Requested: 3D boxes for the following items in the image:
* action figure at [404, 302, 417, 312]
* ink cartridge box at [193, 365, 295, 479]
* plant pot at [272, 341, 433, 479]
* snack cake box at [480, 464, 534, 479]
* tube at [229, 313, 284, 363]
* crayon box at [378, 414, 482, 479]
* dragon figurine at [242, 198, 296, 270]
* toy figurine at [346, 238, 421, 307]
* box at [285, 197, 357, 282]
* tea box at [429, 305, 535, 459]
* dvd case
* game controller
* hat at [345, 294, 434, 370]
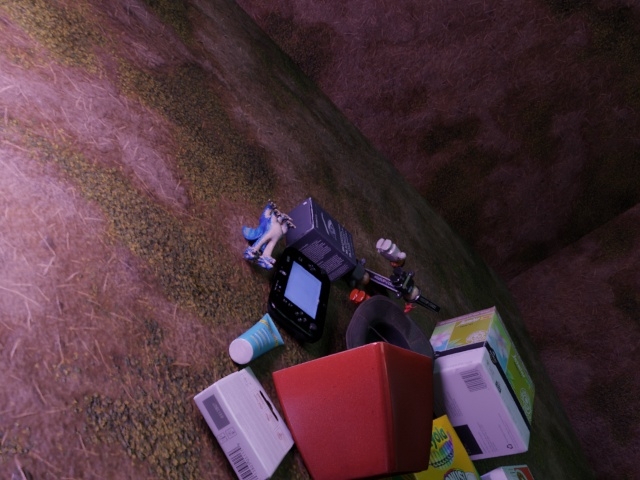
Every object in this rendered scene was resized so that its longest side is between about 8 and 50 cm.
[{"bbox_3d":[0.282,0.310,1.925,0.280,0.139,0.091,54,21,6],"label":"action figure"},{"bbox_3d":[-0.136,0.344,1.152,0.189,0.066,0.232,57,1,7],"label":"ink cartridge box"},{"bbox_3d":[0.090,0.376,1.279,0.267,0.267,0.236,29,46,-53],"label":"plant pot"},{"bbox_3d":[0.614,0.802,1.936,0.264,0.089,0.152,25,34,-51],"label":"snack cake box"},{"bbox_3d":[-0.133,0.216,1.330,0.080,0.052,0.207,65,16,2],"label":"tube"},{"bbox_3d":[0.297,0.623,1.524,0.362,0.106,0.313,11,47,-60],"label":"crayon box"},{"bbox_3d":[-0.147,-0.022,1.588,0.085,0.144,0.289,42,5,-24],"label":"dragon figurine"},{"bbox_3d":[0.188,0.123,1.901,0.148,0.213,0.210,46,19,-44],"label":"toy figurine"},{"bbox_3d":[0.000,0.000,1.827,0.207,0.108,0.153,41,26,-30],"label":"box"},{"bbox_3d":[0.493,0.441,1.907,0.329,0.219,0.323,61,31,-13],"label":"tea box"},{"bbox_3d":[0.268,0.168,2.059,0.238,0.030,0.179,25,-4,43],"label":"dvd case"},{"bbox_3d":[-0.051,0.133,1.584,0.166,0.067,0.319,47,22,-17],"label":"game controller"},{"bbox_3d":[0.159,0.323,1.647,0.331,0.134,0.332,24,48,-29],"label":"hat"}]
